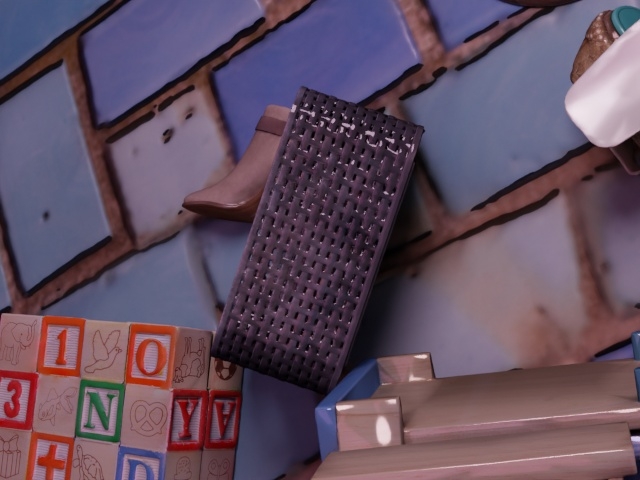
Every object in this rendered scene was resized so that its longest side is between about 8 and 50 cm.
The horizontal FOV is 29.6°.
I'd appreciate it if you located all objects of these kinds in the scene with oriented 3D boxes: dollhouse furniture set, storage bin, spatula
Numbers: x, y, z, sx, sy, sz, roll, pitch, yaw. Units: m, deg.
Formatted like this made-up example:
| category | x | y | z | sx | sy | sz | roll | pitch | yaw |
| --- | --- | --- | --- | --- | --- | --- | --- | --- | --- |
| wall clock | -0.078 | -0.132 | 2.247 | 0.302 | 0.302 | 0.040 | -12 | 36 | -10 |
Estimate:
| category | x | y | z | sx | sy | sz | roll | pitch | yaw |
| --- | --- | --- | --- | --- | --- | --- | --- | --- | --- |
| dollhouse furniture set | 0.151 | 0.166 | 0.644 | 0.287 | 0.303 | 0.198 | -8 | 95 | 12 |
| storage bin | 0.000 | 0.000 | 0.794 | 0.084 | 0.122 | 0.180 | 20 | 93 | 2 |
| spatula | 0.271 | -0.099 | 0.658 | 0.242 | 0.019 | 0.168 | -41 | 62 | 12 |

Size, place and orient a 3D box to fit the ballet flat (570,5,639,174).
| category | x | y | z | sx | sy | sz | roll | pitch | yaw |
| --- | --- | --- | --- | --- | --- | --- | --- | --- | --- |
| ballet flat | 0.220 | -0.049 | 0.728 | 0.206 | 0.073 | 0.067 | 62 | 140 | 26 |

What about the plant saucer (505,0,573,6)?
| category | x | y | z | sx | sy | sz | roll | pitch | yaw |
| --- | --- | --- | --- | --- | --- | --- | --- | --- | --- |
| plant saucer | 0.153 | -0.242 | 0.810 | 0.169 | 0.029 | 0.168 | -5 | 80 | 31 |

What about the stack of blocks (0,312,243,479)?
| category | x | y | z | sx | sy | sz | roll | pitch | yaw |
| --- | --- | --- | --- | --- | --- | --- | --- | --- | --- |
| stack of blocks | -0.209 | 0.144 | 0.930 | 0.297 | 0.087 | 0.171 | 1 | 83 | 31 |

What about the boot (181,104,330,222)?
| category | x | y | z | sx | sy | sz | roll | pitch | yaw |
| --- | --- | --- | --- | --- | --- | --- | --- | --- | --- |
| boot | -0.044 | -0.057 | 0.896 | 0.119 | 0.042 | 0.086 | 7 | 80 | 30 |
